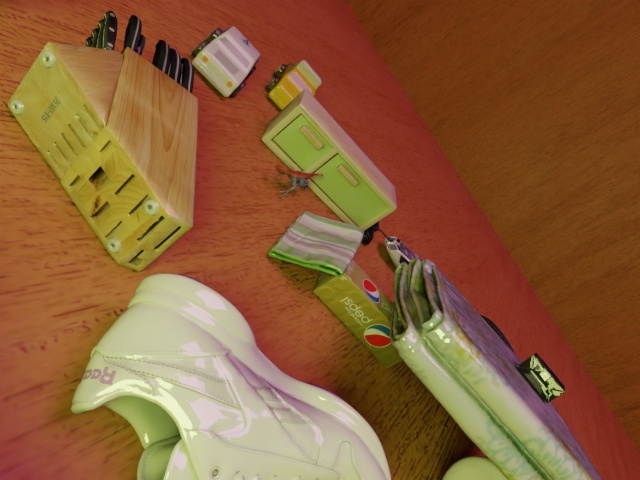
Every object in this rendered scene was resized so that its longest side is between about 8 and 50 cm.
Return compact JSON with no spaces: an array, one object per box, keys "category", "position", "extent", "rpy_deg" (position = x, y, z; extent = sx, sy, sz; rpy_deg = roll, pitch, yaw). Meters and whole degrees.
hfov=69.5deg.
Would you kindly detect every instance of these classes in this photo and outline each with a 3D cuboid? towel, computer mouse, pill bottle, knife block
[{"category":"towel","position":[0.000,0.000,0.693],"extent":[0.113,0.023,0.152],"rpy_deg":[15,25,10]},{"category":"computer mouse","position":[0.158,0.028,0.977],"extent":[0.193,0.042,0.106],"rpy_deg":[42,24,-13]},{"category":"towel","position":[0.240,0.205,0.661],"extent":[0.374,0.090,0.320],"rpy_deg":[48,15,-2]},{"category":"pill bottle","position":[0.270,0.385,0.663],"extent":[0.215,0.117,0.117],"rpy_deg":[33,34,-38]},{"category":"knife block","position":[-0.188,-0.128,0.523],"extent":[0.276,0.088,0.242],"rpy_deg":[55,27,0]}]

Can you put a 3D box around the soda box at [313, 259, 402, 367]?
[{"category":"soda box","position":[0.072,0.109,0.713],"extent":[0.181,0.061,0.058],"rpy_deg":[48,26,-15]}]

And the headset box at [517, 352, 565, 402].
[{"category":"headset box","position":[0.329,0.202,0.688],"extent":[0.062,0.032,0.083],"rpy_deg":[55,15,24]}]

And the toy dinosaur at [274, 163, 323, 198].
[{"category":"toy dinosaur","position":[-0.045,-0.112,0.774],"extent":[0.047,0.090,0.082],"rpy_deg":[47,-9,18]}]

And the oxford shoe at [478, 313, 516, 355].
[{"category":"oxford shoe","position":[0.313,0.194,0.921],"extent":[0.096,0.083,0.227],"rpy_deg":[42,4,-32]}]

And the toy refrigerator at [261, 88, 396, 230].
[{"category":"toy refrigerator","position":[0.023,-0.141,0.876],"extent":[0.269,0.102,0.094],"rpy_deg":[44,29,-23]}]

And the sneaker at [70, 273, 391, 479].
[{"category":"sneaker","position":[-0.065,0.172,0.394],"extent":[0.305,0.114,0.152],"rpy_deg":[43,42,-15]}]

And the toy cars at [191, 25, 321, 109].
[{"category":"toy cars","position":[-0.099,-0.339,0.916],"extent":[0.393,0.087,0.177],"rpy_deg":[-3,62,-60]}]
